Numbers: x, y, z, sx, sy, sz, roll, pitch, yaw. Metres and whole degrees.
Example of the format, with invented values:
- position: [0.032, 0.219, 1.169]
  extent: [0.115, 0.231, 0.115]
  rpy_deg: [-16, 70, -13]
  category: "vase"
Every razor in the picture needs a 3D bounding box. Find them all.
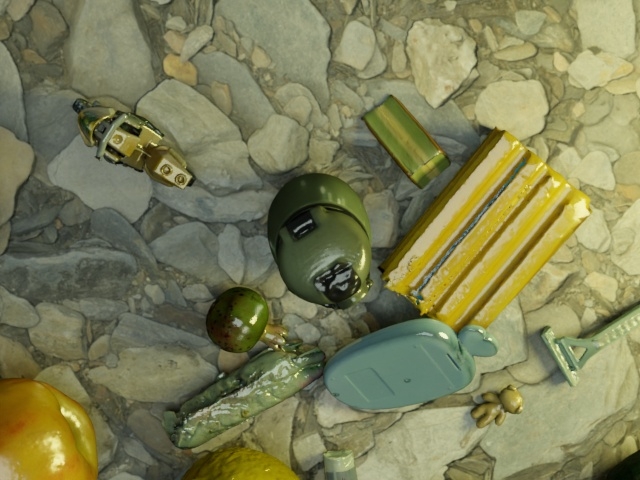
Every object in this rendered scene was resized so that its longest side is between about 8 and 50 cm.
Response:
- position: [0.525, 0.138, 1.789]
  extent: [0.278, 0.056, 0.111]
  rpy_deg: [-30, 99, 4]
  category: "razor"

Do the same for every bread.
- position: [0.142, -0.165, 1.737]
  extent: [0.074, 0.084, 0.139]
  rpy_deg: [-41, 69, 6]
  category: "bread"

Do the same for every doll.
- position: [0.306, 0.288, 1.812]
  extent: [0.093, 0.051, 0.061]
  rpy_deg: [-26, 73, 0]
  category: "doll"

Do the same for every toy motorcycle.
- position: [-0.301, -0.149, 1.661]
  extent: [0.229, 0.130, 0.094]
  rpy_deg: [34, 94, -8]
  category: "toy motorcycle"

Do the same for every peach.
- position: [-0.513, 0.382, 1.680]
  extent: [0.308, 0.289, 0.289]
  rpy_deg: [-31, 101, 3]
  category: "peach"

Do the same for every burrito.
- position: [-0.129, 0.261, 1.780]
  extent: [0.309, 0.066, 0.096]
  rpy_deg: [-30, 110, 3]
  category: "burrito"

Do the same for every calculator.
- position: [0.147, 0.207, 1.734]
  extent: [0.302, 0.042, 0.188]
  rpy_deg: [-20, 130, 25]
  category: "calculator"

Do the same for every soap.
- position: [0.267, -0.004, 1.730]
  extent: [0.204, 0.096, 0.324]
  rpy_deg: [39, 97, -9]
  category: "soap"

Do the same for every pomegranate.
- position: [-0.121, 0.142, 1.738]
  extent: [0.142, 0.114, 0.114]
  rpy_deg: [27, 99, -14]
  category: "pomegranate"

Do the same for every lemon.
- position: [-0.120, 0.489, 1.728]
  extent: [0.268, 0.268, 0.322]
  rpy_deg: [-32, 122, 4]
  category: "lemon"

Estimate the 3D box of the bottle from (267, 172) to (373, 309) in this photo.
- position: [0.001, 0.002, 1.594]
  extent: [0.168, 0.347, 0.168]
  rpy_deg: [-1, 103, -3]
  category: "bottle"

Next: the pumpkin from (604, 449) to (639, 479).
- position: [0.611, 0.490, 1.790]
  extent: [0.300, 0.207, 0.300]
  rpy_deg: [0, 91, 8]
  category: "pumpkin"

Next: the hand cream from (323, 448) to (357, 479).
- position: [0.046, 0.494, 1.844]
  extent: [0.079, 0.048, 0.255]
  rpy_deg: [-6, 104, 4]
  category: "hand cream"
